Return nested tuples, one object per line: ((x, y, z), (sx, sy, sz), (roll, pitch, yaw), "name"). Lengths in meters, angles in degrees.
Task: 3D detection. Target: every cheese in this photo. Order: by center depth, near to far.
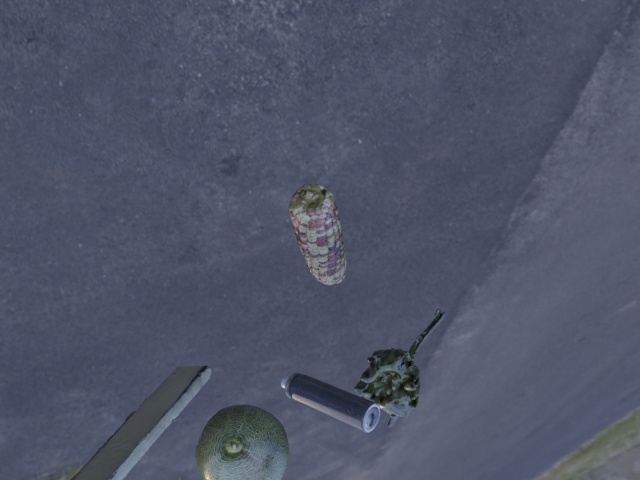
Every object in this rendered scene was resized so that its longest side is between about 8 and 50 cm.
((-0.321, 0.340, 1.124), (0.085, 0.034, 0.400), (-6, -160, 23), "cheese")

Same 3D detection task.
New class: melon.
((-0.116, 0.316, 0.954), (0.139, 0.139, 0.192), (-23, 157, -5), "melon")

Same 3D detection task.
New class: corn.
((0.000, 0.000, 1.148), (0.086, 0.086, 0.253), (-22, 144, -6), "corn")

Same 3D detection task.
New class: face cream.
((0.015, 0.391, 1.569), (0.073, 0.283, 0.073), (-16, 112, -47), "face cream")

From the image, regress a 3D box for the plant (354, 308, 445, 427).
((0.258, 0.372, 1.804), (0.333, 0.180, 0.251), (-18, 147, -47), "plant")
